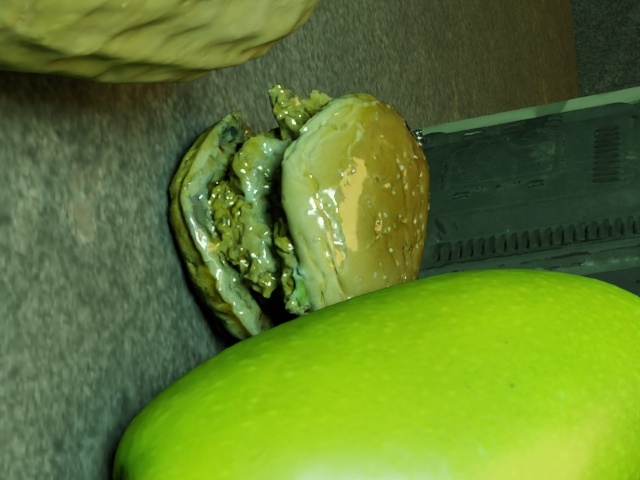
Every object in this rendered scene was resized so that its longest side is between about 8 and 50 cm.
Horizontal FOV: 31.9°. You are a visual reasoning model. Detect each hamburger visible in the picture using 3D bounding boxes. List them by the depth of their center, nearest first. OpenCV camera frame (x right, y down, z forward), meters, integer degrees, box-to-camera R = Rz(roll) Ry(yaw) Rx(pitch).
[{"bbox_3d":[0.000,0.000,0.660,0.159,0.131,0.185,-65,143,-55],"label":"hamburger"}]

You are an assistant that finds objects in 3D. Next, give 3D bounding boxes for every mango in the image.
[{"bbox_3d":[0.062,0.112,0.555,0.192,0.343,0.156,61,-27,20],"label":"mango"}]

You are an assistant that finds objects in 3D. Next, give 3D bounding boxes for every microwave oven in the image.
[{"bbox_3d":[0.197,0.020,0.858,0.286,0.355,0.218,-67,143,-54],"label":"microwave oven"}]

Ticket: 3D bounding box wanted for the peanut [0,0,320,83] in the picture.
[{"bbox_3d":[-0.098,-0.147,0.423,0.340,0.158,0.174,-18,117,-67],"label":"peanut"}]
